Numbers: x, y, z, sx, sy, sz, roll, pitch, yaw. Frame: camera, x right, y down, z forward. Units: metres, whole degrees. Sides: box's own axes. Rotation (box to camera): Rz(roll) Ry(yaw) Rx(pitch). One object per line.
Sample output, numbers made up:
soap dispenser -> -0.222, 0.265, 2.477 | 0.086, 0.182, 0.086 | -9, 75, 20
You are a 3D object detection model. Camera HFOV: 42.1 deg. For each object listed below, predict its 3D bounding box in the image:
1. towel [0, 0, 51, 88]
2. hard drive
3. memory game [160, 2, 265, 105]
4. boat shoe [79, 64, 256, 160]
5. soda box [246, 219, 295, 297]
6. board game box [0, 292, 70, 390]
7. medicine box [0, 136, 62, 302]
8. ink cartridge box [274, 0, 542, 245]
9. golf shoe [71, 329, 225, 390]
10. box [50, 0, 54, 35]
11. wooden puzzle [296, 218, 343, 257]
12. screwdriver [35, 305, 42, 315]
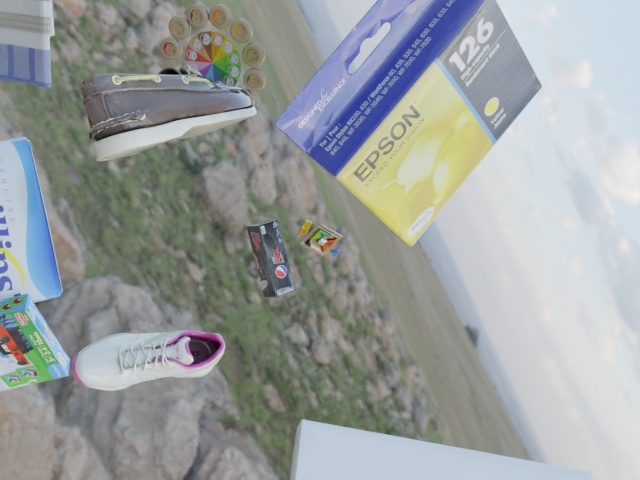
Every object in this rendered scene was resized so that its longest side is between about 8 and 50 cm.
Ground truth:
towel -> -0.486, -0.392, 1.303 | 0.034, 0.209, 0.284 | -16, 115, -52
hard drive -> 0.121, 0.309, 0.825 | 0.040, 0.319, 0.210 | 113, -14, -56
memory game -> -0.168, -0.275, 1.289 | 0.186, 0.186, 0.012 | 62, 31, -12
boat shoe -> -0.189, -0.180, 1.088 | 0.324, 0.117, 0.096 | -31, 105, -60
soda box -> -0.110, 0.041, 1.850 | 0.060, 0.053, 0.168 | -3, -77, 55
board game box -> -0.502, 0.164, 1.226 | 0.039, 0.212, 0.160 | -101, 178, -46
medicine box -> -0.586, -0.007, 1.312 | 0.149, 0.290, 0.263 | -8, -86, 66
ink cartridge box -> 0.133, -0.178, 1.087 | 0.072, 0.303, 0.307 | 42, 3, 38
golf shoe -> -0.332, 0.223, 1.645 | 0.140, 0.306, 0.115 | -31, -112, 55
box -> -0.716, -0.635, 1.840 | 0.168, 0.215, 0.345 | 117, -37, -58
wooden puzzle -> 0.000, 0.000, 1.743 | 0.116, 0.078, 0.014 | 22, 36, -28
screwdriver -> -0.611, 0.092, 1.654 | 0.025, 0.024, 0.169 | -45, 110, -41
